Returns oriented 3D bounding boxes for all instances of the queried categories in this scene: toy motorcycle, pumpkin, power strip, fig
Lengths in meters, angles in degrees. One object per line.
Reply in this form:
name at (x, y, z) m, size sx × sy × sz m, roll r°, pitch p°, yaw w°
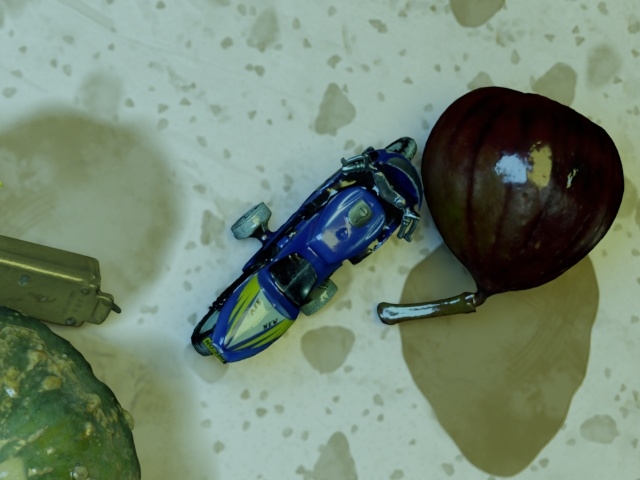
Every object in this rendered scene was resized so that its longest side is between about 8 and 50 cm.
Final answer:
toy motorcycle at (0.000, 0.000, 1.656) m, size 0.113 × 0.169 × 0.315 m, roll 49°, pitch 67°, yaw -10°
pumpkin at (-0.288, 0.216, 1.456) m, size 0.291 × 0.257 × 0.328 m, roll 23°, pitch 74°, yaw -5°
power strip at (-0.318, 0.020, 1.577) m, size 0.305 × 0.064 × 0.044 m, roll 15°, pitch 35°, yaw -20°
fig at (0.189, -0.018, 1.738) m, size 0.203 × 0.186 × 0.250 m, roll 18°, pitch 82°, yaw -38°

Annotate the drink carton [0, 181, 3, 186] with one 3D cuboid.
drink carton at (-0.354, -0.096, 1.576) m, size 0.056 × 0.071 × 0.166 m, roll -40°, pitch 99°, yaw -26°
